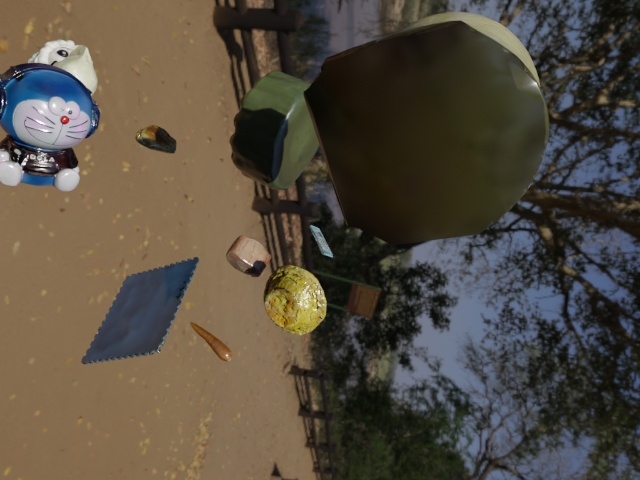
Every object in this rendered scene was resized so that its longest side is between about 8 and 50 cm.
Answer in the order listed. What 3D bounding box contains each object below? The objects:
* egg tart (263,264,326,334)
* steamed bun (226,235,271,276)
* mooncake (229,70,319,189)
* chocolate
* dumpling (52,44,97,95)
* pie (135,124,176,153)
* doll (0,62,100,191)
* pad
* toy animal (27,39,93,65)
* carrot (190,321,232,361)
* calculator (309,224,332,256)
[{"bbox_3d":[-0.116,0.236,1.867,0.123,0.293,0.294,-30,128,-52],"label":"egg tart"},{"bbox_3d":[-0.304,0.067,2.095,0.106,0.175,0.145,-44,-164,45],"label":"steamed bun"},{"bbox_3d":[-0.135,-0.346,1.573,0.356,0.194,0.356,-54,163,-26],"label":"mooncake"},{"bbox_3d":[0.183,-0.198,0.802,0.297,0.325,0.314,-68,142,-56],"label":"chocolate"},{"bbox_3d":[-0.796,-0.508,1.575,0.126,0.166,0.216,-18,104,-51],"label":"dumpling"},{"bbox_3d":[-0.696,-0.428,2.121,0.079,0.163,0.193,-52,-178,21],"label":"pie"},{"bbox_3d":[-0.742,-0.313,1.324,0.284,0.240,0.310,-5,127,-48],"label":"doll"},{"bbox_3d":[-0.426,0.165,1.179,0.012,0.268,0.270,53,37,-37],"label":"pad"},{"bbox_3d":[-0.933,-0.636,1.809,0.208,0.204,0.156,30,64,-42],"label":"toy animal"},{"bbox_3d":[-0.399,0.361,1.794,0.048,0.216,0.048,-43,156,-24],"label":"carrot"},{"bbox_3d":[0.000,0.000,1.929,0.018,0.057,0.172,-49,-140,20],"label":"calculator"}]
